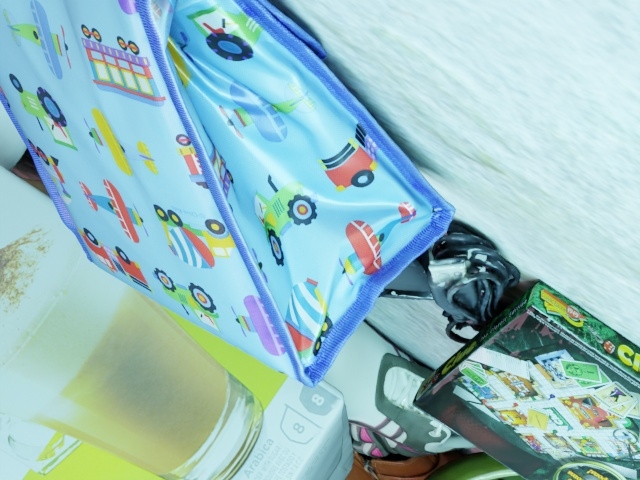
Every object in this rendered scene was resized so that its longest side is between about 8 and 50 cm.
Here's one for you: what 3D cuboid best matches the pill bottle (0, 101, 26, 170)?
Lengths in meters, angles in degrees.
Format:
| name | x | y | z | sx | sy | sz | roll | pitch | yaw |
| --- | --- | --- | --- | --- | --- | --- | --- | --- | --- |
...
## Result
| name | x | y | z | sx | sy | sz | roll | pitch | yaw |
| --- | --- | --- | --- | --- | --- | --- | --- | --- | --- |
| pill bottle | -0.330 | -0.114 | 1.436 | 0.131 | 0.131 | 0.229 | 38 | 168 | -30 |

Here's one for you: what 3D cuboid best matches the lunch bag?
| name | x | y | z | sx | sy | sz | roll | pitch | yaw |
| --- | --- | --- | --- | --- | --- | --- | --- | --- | --- |
| lunch bag | -0.097 | -0.086 | 0.958 | 0.221 | 0.138 | 0.293 | 25 | 159 | 44 |

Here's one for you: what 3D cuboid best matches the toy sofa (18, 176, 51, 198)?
| name | x | y | z | sx | sy | sz | roll | pitch | yaw |
| --- | --- | --- | --- | --- | --- | --- | --- | --- | --- |
| toy sofa | -0.336 | -0.047 | 1.815 | 0.150 | 0.177 | 0.362 | 9 | -178 | -30 |

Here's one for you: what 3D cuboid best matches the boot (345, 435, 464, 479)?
| name | x | y | z | sx | sy | sz | roll | pitch | yaw |
| --- | --- | --- | --- | --- | --- | --- | --- | --- | --- |
| boot | 0.049 | 0.247 | 2.086 | 0.283 | 0.109 | 0.220 | 22 | 167 | 35 |

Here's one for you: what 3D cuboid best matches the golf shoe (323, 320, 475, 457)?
| name | x | y | z | sx | sy | sz | roll | pitch | yaw |
| --- | --- | --- | --- | --- | --- | --- | --- | --- | --- |
| golf shoe | 0.061 | 0.129 | 1.607 | 0.120 | 0.105 | 0.273 | 7 | 164 | 23 |

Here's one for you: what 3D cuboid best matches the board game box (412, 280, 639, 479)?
| name | x | y | z | sx | sy | sz | roll | pitch | yaw |
| --- | --- | --- | --- | --- | --- | --- | --- | --- | --- |
| board game box | 0.202 | 0.137 | 1.158 | 0.260 | 0.030 | 0.136 | 34 | 131 | -11 |

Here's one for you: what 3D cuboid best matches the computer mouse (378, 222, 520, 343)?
| name | x | y | z | sx | sy | sz | roll | pitch | yaw |
| --- | --- | --- | --- | --- | --- | --- | --- | --- | --- |
| computer mouse | 0.000 | 0.000 | 1.177 | 0.272 | 0.072 | 0.188 | 28 | 170 | 17 |

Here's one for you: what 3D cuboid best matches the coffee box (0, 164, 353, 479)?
| name | x | y | z | sx | sy | sz | roll | pitch | yaw |
| --- | --- | --- | --- | --- | --- | --- | --- | --- | --- |
| coffee box | -0.202 | 0.196 | 1.409 | 0.334 | 0.337 | 0.338 | 33 | 169 | 10 |

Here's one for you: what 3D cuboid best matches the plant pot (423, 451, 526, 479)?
| name | x | y | z | sx | sy | sz | roll | pitch | yaw |
| --- | --- | --- | --- | --- | --- | --- | --- | --- | --- |
| plant pot | 0.177 | 0.314 | 1.737 | 0.275 | 0.275 | 0.293 | 33 | -174 | -6 |
